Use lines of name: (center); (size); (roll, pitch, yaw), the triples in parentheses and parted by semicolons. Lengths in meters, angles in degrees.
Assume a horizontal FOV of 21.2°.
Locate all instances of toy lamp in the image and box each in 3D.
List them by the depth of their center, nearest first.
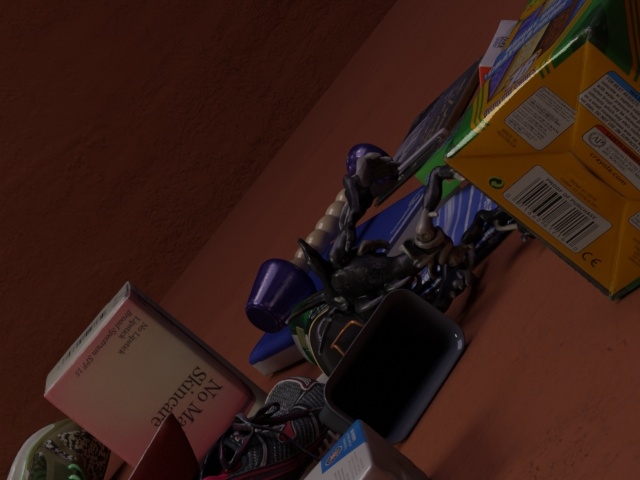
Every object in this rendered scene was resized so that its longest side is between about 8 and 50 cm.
toy lamp: (0.000, 0.000, 2.041); (0.274, 0.080, 0.080); (-52, 8, -34)

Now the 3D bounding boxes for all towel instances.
towel: (0.213, -0.091, 1.751); (0.336, 0.040, 0.243); (-46, 9, 23)

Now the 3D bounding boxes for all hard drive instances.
hard drive: (0.036, 0.047, 2.048); (0.210, 0.040, 0.319); (-54, 9, -25)

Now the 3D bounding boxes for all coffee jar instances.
coffee jar: (0.028, 0.092, 1.738); (0.096, 0.079, 0.184); (-26, 7, -7)

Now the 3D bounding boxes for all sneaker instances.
sneaker: (-0.045, 0.199, 1.590); (0.121, 0.112, 0.299); (-47, 9, 20)
sneaker: (-0.370, 0.399, 2.459); (0.182, 0.158, 0.410); (-8, 29, 27)

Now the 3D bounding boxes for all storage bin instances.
storage bin: (0.050, 0.121, 1.531); (0.135, 0.098, 0.091); (-54, -1, -25)

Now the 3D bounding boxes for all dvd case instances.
dvd case: (0.152, -0.154, 2.383); (0.164, 0.018, 0.221); (-42, 12, 41)

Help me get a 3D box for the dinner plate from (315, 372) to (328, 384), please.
dinner plate: (-0.004, 0.171, 1.813); (0.141, 0.017, 0.141); (-48, 8, 8)

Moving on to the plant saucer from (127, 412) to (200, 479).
plant saucer: (-0.174, 0.326, 1.591); (0.259, 0.048, 0.258); (-59, -15, -29)

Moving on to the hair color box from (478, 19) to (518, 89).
hair color box: (0.233, -0.151, 1.524); (0.093, 0.167, 0.053); (-61, -29, -51)

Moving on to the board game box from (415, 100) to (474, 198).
board game box: (0.244, -0.201, 1.903); (0.317, 0.046, 0.213); (-51, 2, -31)

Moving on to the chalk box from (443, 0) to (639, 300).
chalk box: (0.251, -0.136, 1.286); (0.179, 0.180, 0.289); (-41, 14, 48)

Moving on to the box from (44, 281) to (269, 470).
box: (-0.173, 0.178, 1.909); (0.148, 0.232, 0.127); (-50, 9, 0)

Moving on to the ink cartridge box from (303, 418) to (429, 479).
ink cartridge box: (-0.013, 0.258, 1.291); (0.231, 0.078, 0.134); (-49, 8, 5)

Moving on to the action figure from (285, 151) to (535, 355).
action figure: (0.092, -0.002, 1.605); (0.276, 0.164, 0.141); (-34, 19, 23)
